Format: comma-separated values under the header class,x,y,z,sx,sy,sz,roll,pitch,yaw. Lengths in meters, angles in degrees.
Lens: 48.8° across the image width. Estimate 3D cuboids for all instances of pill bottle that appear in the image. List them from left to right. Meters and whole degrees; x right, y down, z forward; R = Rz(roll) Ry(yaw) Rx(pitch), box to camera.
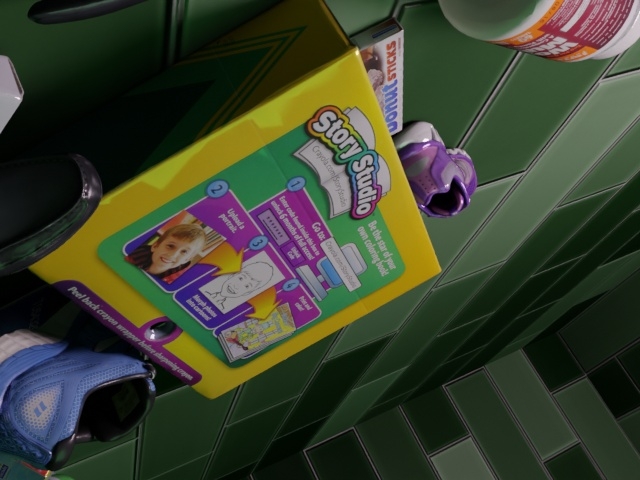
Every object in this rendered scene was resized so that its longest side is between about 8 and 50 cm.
class,x,y,z,sx,sy,sz,roll,pitch,yaw
pill bottle,0.213,-0.229,0.642,0.221,0.121,0.121,-4,147,-46

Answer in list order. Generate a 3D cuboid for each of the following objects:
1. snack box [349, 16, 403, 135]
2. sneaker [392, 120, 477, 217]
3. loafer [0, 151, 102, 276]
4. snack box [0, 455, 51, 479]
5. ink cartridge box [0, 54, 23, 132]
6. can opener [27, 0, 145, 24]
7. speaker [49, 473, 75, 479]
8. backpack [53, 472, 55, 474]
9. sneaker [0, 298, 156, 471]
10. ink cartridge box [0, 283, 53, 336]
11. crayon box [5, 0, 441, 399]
class,x,y,z,sx,sy,sz,roll,pitch,yaw
snack box,0.054,-0.156,0.740,0.064,0.022,0.178,-28,158,-6
sneaker,0.161,-0.072,0.941,0.095,0.104,0.236,-38,157,18
loafer,-0.264,-0.004,0.493,0.223,0.076,0.078,-23,168,-3
snack box,-0.337,0.228,0.896,0.174,0.070,0.207,-50,-171,40
ink cartridge box,-0.346,-0.052,0.453,0.223,0.045,0.224,-41,157,31
can opener,-0.103,-0.183,0.461,0.186,0.059,0.073,-13,-178,-12
speaker,-0.433,0.400,0.885,0.131,0.131,0.296,-40,167,24
backpack,-0.482,0.409,1.099,0.144,0.188,0.166,-24,157,-11
sneaker,-0.240,0.145,0.755,0.129,0.147,0.330,-58,178,19
ink cartridge box,-0.435,0.226,0.777,0.330,0.071,0.324,-32,162,-41
crayon box,-0.067,-0.012,0.700,0.313,0.106,0.363,-30,144,1
